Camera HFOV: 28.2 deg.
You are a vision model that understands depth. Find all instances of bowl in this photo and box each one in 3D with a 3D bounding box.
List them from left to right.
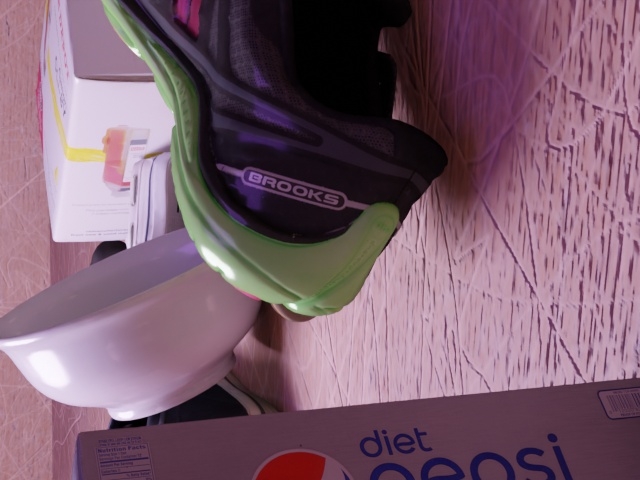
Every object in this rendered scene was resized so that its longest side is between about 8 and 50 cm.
[{"bbox_3d":[-0.175,0.092,1.298,0.134,0.298,0.298,68,165,-10],"label":"bowl"}]

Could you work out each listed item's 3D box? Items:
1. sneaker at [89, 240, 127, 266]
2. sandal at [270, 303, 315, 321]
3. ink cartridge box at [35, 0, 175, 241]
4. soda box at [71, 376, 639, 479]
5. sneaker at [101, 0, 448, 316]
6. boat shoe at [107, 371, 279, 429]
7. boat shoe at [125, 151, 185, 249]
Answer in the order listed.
[{"bbox_3d":[-0.243,0.081,1.753,0.286,0.109,0.130,57,139,42],"label":"sneaker"},{"bbox_3d":[0.000,0.000,1.043,0.049,0.072,0.180,43,132,36],"label":"sandal"},{"bbox_3d":[-0.283,-0.212,1.712,0.384,0.160,0.279,116,147,-56],"label":"ink cartridge box"},{"bbox_3d":[0.031,0.136,0.586,0.098,0.286,0.091,106,154,-48],"label":"soda box"},{"bbox_3d":[-0.037,-0.166,0.960,0.202,0.185,0.482,-41,55,21],"label":"sneaker"},{"bbox_3d":[-0.169,0.232,1.434,0.500,0.156,0.186,177,89,-73],"label":"boat shoe"},{"bbox_3d":[-0.206,0.003,1.608,0.076,0.083,0.226,-5,74,34],"label":"boat shoe"}]
